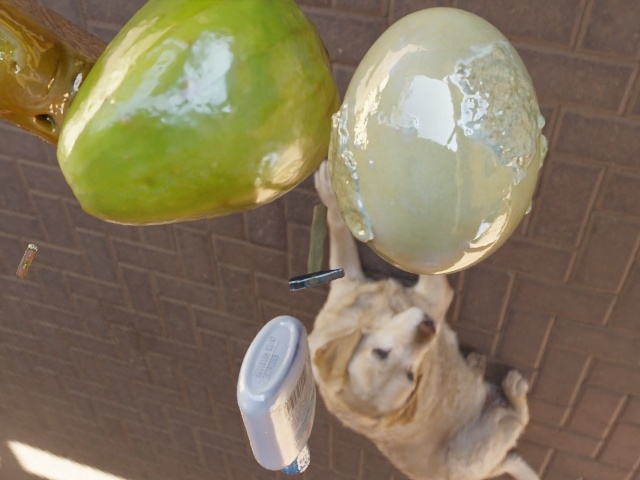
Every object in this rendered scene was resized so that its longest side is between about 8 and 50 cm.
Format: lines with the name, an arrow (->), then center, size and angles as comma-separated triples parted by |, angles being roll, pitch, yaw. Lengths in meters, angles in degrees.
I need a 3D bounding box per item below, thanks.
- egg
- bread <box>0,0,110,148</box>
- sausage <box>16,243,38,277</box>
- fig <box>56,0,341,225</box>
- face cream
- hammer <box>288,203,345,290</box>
egg -> 0.086, -0.072, 0.546 | 0.164, 0.164, 0.202 | 9, 107, 22
bread -> -0.380, -0.229, 0.952 | 0.328, 0.148, 0.337 | 27, -170, -43
sausage -> -0.452, 0.032, 1.102 | 0.015, 0.015, 0.100 | 37, 134, -9
fig -> -0.133, -0.140, 0.793 | 0.258, 0.326, 0.258 | 48, 168, 14
face cream -> -0.057, 0.266, 1.107 | 0.080, 0.163, 0.337 | 13, 142, 15
hammer -> 0.000, 0.000, 0.854 | 0.062, 0.199, 0.013 | -12, 116, 9
